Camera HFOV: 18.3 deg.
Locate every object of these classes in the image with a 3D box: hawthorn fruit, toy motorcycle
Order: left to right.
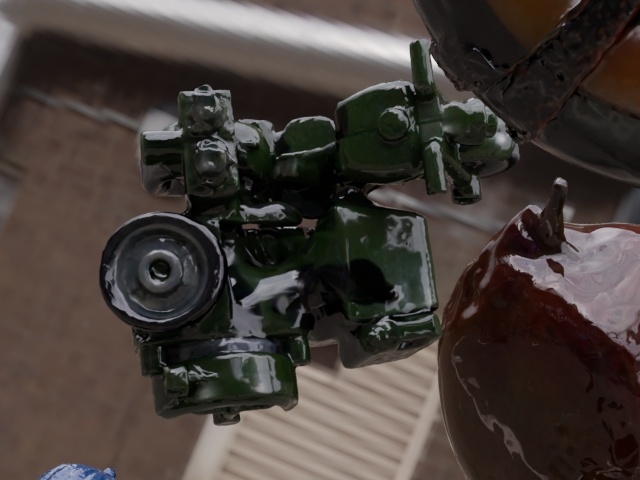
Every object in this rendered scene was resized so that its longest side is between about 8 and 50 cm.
[{"bbox_3d":[0.000,0.000,1.200,0.275,0.205,0.127,-5,-14,-10],"label":"toy motorcycle"},{"bbox_3d":[0.241,0.134,1.687,0.324,0.308,0.308,29,-12,-27],"label":"hawthorn fruit"}]

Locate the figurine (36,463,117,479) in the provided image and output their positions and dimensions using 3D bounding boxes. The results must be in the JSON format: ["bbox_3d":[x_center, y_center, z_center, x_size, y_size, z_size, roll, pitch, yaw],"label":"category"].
[{"bbox_3d":[-0.165,0.192,1.119,0.087,0.149,0.086,46,-13,50],"label":"figurine"}]

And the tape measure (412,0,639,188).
[{"bbox_3d":[0.126,-0.119,0.596,0.202,0.223,0.135,57,11,1],"label":"tape measure"}]
